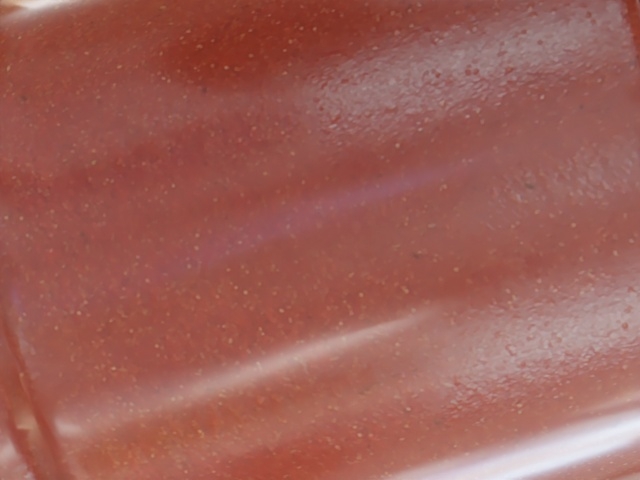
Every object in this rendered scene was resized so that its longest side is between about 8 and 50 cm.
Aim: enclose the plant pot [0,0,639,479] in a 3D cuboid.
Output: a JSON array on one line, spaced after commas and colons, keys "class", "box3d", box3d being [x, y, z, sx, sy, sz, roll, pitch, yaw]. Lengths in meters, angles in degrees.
[{"class": "plant pot", "box3d": [0.000, 0.000, 0.592, 0.265, 0.272, 0.272, -16, 146, 17]}]
